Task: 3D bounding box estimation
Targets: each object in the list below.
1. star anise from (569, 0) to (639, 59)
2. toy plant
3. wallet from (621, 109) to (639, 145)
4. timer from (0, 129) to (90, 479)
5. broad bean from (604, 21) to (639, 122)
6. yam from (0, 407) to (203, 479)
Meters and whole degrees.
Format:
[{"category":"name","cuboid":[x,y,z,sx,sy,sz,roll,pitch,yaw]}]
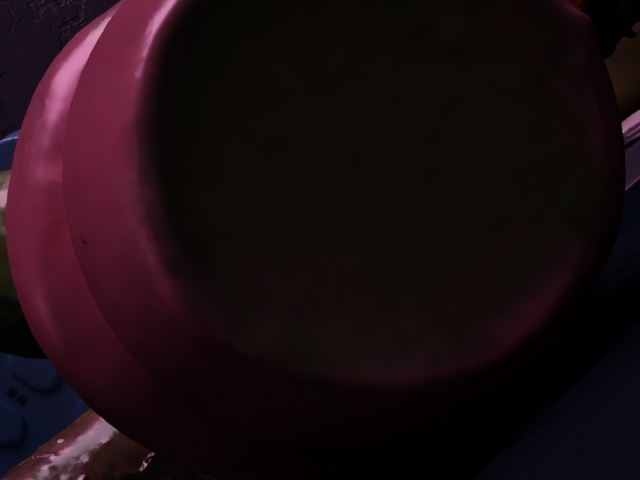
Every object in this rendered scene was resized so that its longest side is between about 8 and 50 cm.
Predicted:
[{"category":"star anise","cuboid":[0.166,-0.116,0.686,0.190,0.126,0.220,3,7,22]},{"category":"toy plant","cuboid":[0.001,-0.005,0.740,0.317,0.211,0.356,-6,-14,-16]},{"category":"wallet","cuboid":[0.191,-0.069,1.096,0.044,0.011,0.083,-42,3,-41]},{"category":"timer","cuboid":[-0.188,0.075,1.254,0.250,0.232,0.091,-58,-3,16]},{"category":"broad bean","cuboid":[0.101,-0.098,1.223,0.291,0.119,0.238,-16,6,22]},{"category":"yam","cuboid":[-0.081,0.106,1.141,0.259,0.093,0.093,-41,2,-29]}]
